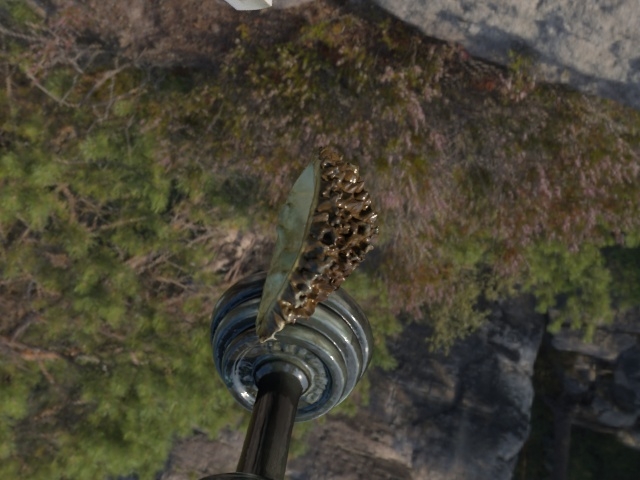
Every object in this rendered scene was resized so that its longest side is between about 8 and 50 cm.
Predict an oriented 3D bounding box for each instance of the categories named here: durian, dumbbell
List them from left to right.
[{"bbox_3d":[-0.029,0.112,0.384,0.110,0.254,0.110,3,122,5],"label":"dumbbell"},{"bbox_3d":[-0.007,-0.005,0.383,0.066,0.130,0.052,-1,147,27],"label":"durian"}]

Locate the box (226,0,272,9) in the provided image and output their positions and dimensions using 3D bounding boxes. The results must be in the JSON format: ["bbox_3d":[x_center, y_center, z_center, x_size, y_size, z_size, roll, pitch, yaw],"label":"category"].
[{"bbox_3d":[-0.063,-0.267,0.527,0.040,0.154,0.084,4,178,17],"label":"box"}]
